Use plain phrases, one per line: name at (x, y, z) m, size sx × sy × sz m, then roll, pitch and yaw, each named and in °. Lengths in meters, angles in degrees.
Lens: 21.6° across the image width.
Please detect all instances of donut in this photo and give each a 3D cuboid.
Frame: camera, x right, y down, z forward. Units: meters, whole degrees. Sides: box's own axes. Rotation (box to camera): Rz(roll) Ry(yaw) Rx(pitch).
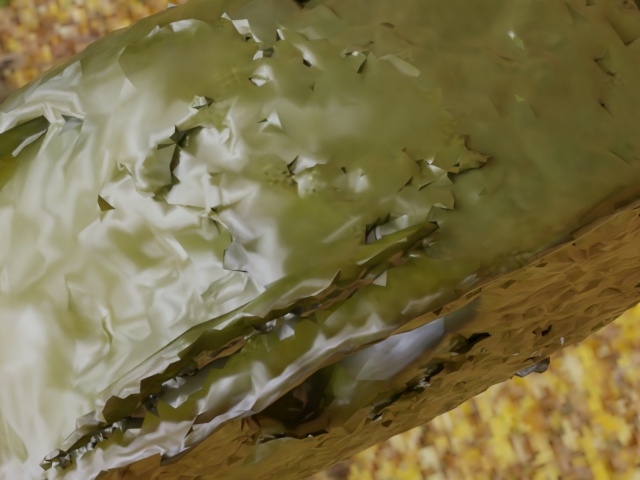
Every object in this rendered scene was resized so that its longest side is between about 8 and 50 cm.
donut at (0.000, 0.000, 0.450) m, size 0.107 × 0.272 × 0.272 m, roll 64°, pitch 150°, yaw 10°
